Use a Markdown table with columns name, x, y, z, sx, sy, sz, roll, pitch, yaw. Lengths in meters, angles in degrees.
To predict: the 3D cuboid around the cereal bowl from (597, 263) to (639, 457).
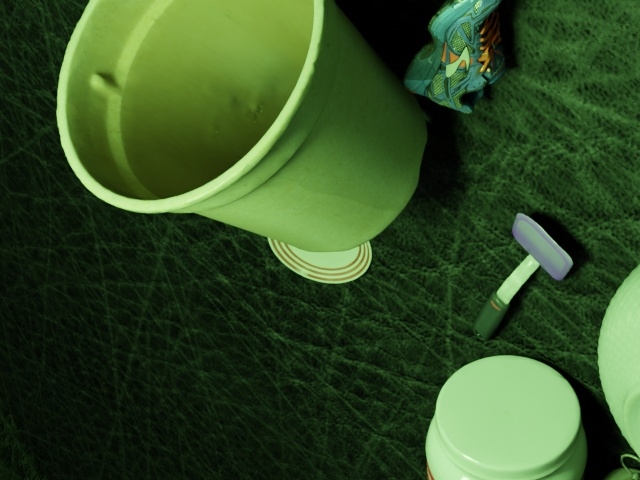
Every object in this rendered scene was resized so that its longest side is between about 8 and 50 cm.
| name | x | y | z | sx | sy | sz | roll | pitch | yaw |
| --- | --- | --- | --- | --- | --- | --- | --- | --- | --- |
| cereal bowl | 0.406 | 0.169 | 1.701 | 0.339 | 0.141 | 0.339 | 37 | 149 | 28 |

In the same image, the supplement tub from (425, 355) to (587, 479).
| name | x | y | z | sx | sy | sz | roll | pitch | yaw |
| --- | --- | --- | --- | --- | --- | --- | --- | --- | --- |
| supplement tub | 0.222 | 0.287 | 2.056 | 0.191 | 0.191 | 0.272 | 34 | 147 | 31 |

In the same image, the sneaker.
| name | x | y | z | sx | sy | sz | roll | pitch | yaw |
| --- | --- | --- | --- | --- | --- | --- | --- | --- | --- |
| sneaker | 0.155 | -0.203 | 1.724 | 0.087 | 0.083 | 0.221 | 35 | 156 | 4 |

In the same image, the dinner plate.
| name | x | y | z | sx | sy | sz | roll | pitch | yaw |
| --- | --- | --- | --- | --- | --- | --- | --- | --- | --- |
| dinner plate | 0.000 | 0.000 | 2.198 | 0.141 | 0.017 | 0.141 | 13 | 138 | 12 |

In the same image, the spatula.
| name | x | y | z | sx | sy | sz | roll | pitch | yaw |
| --- | --- | --- | --- | --- | --- | --- | --- | --- | --- |
| spatula | 0.220 | 0.052 | 1.957 | 0.084 | 0.030 | 0.296 | 47 | 152 | 12 |

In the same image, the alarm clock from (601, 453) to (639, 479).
| name | x | y | z | sx | sy | sz | roll | pitch | yaw |
| --- | --- | --- | --- | --- | --- | --- | --- | --- | --- |
| alarm clock | 0.374 | 0.314 | 1.997 | 0.129 | 0.064 | 0.192 | 29 | 147 | 37 |

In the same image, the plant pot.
| name | x | y | z | sx | sy | sz | roll | pitch | yaw |
| --- | --- | --- | --- | --- | --- | --- | --- | --- | --- |
| plant pot | -0.053 | -0.138 | 1.810 | 0.333 | 0.334 | 0.305 | 26 | 177 | 40 |
